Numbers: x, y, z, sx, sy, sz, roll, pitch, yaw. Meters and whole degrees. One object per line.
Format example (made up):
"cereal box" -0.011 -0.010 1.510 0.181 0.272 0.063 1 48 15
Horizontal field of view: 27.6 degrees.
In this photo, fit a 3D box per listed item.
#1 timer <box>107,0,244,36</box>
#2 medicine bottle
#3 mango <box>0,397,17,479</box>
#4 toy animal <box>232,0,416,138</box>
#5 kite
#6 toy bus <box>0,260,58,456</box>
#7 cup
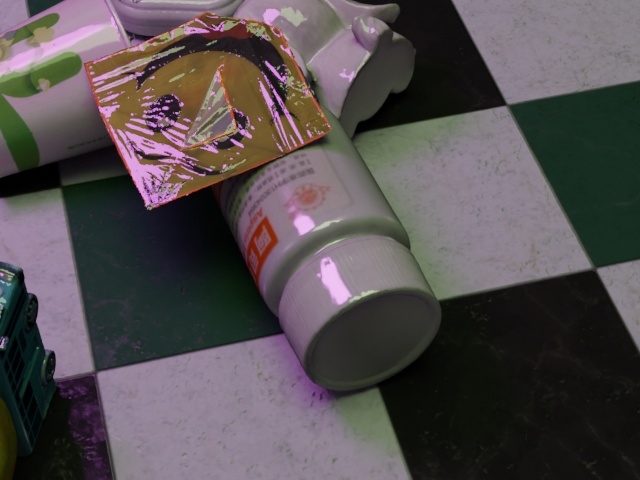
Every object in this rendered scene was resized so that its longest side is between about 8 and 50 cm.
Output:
"timer" -0.241 -0.454 2.226 0.237 0.087 0.262 0 49 -1
"medicine bottle" 0.000 0.000 1.740 0.211 0.211 0.371 -16 50 -14
"mango" -0.464 0.305 1.478 0.176 0.119 0.317 44 83 6
"toy animal" -0.014 -0.301 2.014 0.265 0.206 0.272 34 59 22
"kite" -0.167 -0.176 1.755 0.378 0.013 0.327 14 64 15
"toy bus" -0.408 0.145 1.578 0.128 0.256 0.147 6 51 6
"cup" -0.402 -0.224 1.934 0.274 0.253 0.253 -23 52 -9
